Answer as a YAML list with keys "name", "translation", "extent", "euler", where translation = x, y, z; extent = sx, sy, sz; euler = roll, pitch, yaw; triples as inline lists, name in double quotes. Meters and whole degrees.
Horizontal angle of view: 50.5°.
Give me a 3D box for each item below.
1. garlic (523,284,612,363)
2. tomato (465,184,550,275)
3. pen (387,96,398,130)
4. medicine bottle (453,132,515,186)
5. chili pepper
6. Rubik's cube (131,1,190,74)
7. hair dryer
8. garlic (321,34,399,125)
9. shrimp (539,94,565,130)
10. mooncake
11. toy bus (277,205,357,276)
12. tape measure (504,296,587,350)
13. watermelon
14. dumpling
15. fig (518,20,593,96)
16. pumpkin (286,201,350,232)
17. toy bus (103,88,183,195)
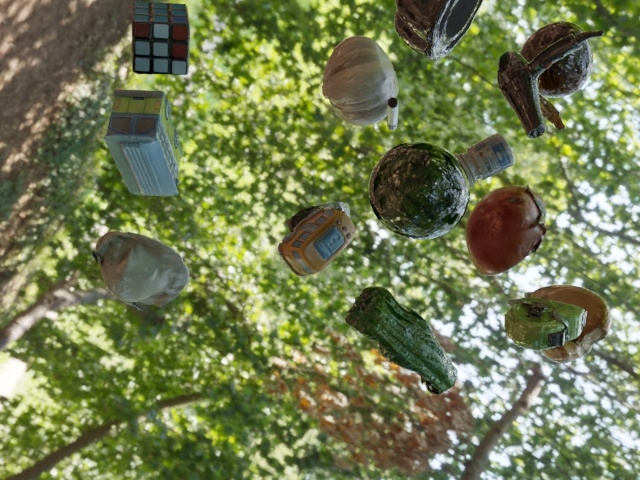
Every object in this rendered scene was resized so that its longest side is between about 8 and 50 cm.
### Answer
- name: "garlic"
  translation: [0.645, 0.213, 1.788]
  extent: [0.217, 0.110, 0.228]
  euler: [-31, -138, -6]
- name: "tomato"
  translation: [0.547, -0.054, 2.104]
  extent: [0.309, 0.170, 0.309]
  euler: [-43, -161, 18]
- name: "pen"
  translation: [0.198, -0.346, 1.862]
  extent: [0.033, 0.033, 0.269]
  euler: [-59, 173, 0]
- name: "medicine bottle"
  translation: [0.441, -0.217, 1.878]
  extent: [0.168, 0.105, 0.105]
  euler: [-27, -164, 6]
- name: "chili pepper"
  translation: [0.249, 0.288, 2.032]
  extent: [0.167, 0.385, 0.213]
  euler: [-45, -171, 6]
- name: "Rubik's cube"
  translation: [-0.460, -0.580, 1.952]
  extent: [0.161, 0.162, 0.163]
  euler: [-108, -157, -48]
- name: "hair dryer"
  translation: [0.530, -0.388, 1.551]
  extent: [0.271, 0.091, 0.236]
  euler: [-40, -128, 44]
- name: "garlic"
  translation: [0.133, -0.527, 2.313]
  extent: [0.317, 0.259, 0.317]
  euler: [-8, 90, -81]
- name: "shrimp"
  translation: [0.684, -0.393, 2.037]
  extent: [0.045, 0.095, 0.162]
  euler: [-35, -129, 18]
- name: "mooncake"
  translation: [0.318, -0.639, 1.780]
  extent: [0.306, 0.154, 0.306]
  euler: [-44, 161, -20]
- name: "toy bus"
  translation: [0.000, 0.000, 1.868]
  extent: [0.209, 0.126, 0.136]
  euler: [-44, -159, -21]
- name: "tape measure"
  translation: [0.512, 0.192, 1.596]
  extent: [0.154, 0.177, 0.087]
  euler: [-36, 128, -44]
- name: "watermelon"
  translation: [0.233, -0.118, 1.617]
  extent: [0.242, 0.242, 0.242]
  euler: [-56, -169, 17]
- name: "dumpling"
  translation: [-0.463, 0.059, 1.765]
  extent: [0.204, 0.293, 0.163]
  euler: [-30, -135, -5]
- name: "fig"
  translation: [0.733, -0.562, 2.120]
  extent: [0.235, 0.235, 0.214]
  euler: [-60, 164, -8]
- name: "pumpkin"
  translation: [0.041, -0.025, 2.187]
  extent: [0.169, 0.148, 0.312]
  euler: [-25, 167, 21]
- name: "toy bus"
  translation: [-0.497, -0.274, 1.950]
  extent: [0.312, 0.152, 0.190]
  euler: [91, 1, -64]
